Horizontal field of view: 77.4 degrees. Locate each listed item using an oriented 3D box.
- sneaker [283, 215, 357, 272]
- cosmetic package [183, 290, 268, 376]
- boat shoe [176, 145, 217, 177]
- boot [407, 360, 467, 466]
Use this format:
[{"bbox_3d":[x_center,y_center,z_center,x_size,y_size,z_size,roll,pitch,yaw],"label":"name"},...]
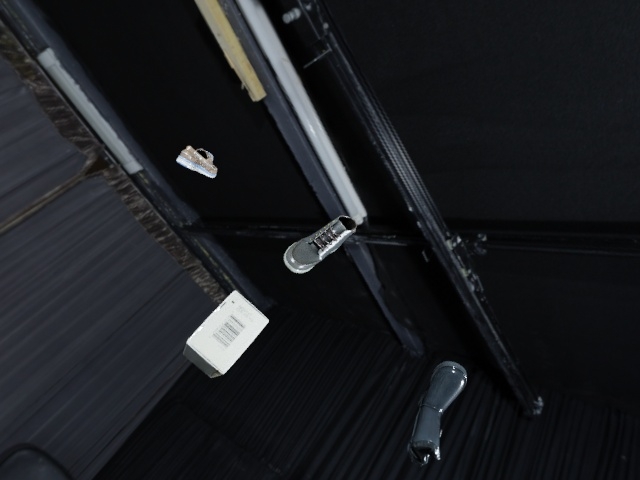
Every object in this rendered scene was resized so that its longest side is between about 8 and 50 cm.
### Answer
[{"bbox_3d":[0.000,0.000,1.048,0.083,0.222,0.118,50,-49,7],"label":"sneaker"},{"bbox_3d":[-0.251,0.249,1.016,0.113,0.160,0.309,42,-27,-1],"label":"cosmetic package"},{"bbox_3d":[-0.355,-0.238,1.204,0.066,0.066,0.183,31,6,9],"label":"boat shoe"},{"bbox_3d":[0.328,0.487,1.118,0.094,0.207,0.246,24,-55,8],"label":"boot"}]
